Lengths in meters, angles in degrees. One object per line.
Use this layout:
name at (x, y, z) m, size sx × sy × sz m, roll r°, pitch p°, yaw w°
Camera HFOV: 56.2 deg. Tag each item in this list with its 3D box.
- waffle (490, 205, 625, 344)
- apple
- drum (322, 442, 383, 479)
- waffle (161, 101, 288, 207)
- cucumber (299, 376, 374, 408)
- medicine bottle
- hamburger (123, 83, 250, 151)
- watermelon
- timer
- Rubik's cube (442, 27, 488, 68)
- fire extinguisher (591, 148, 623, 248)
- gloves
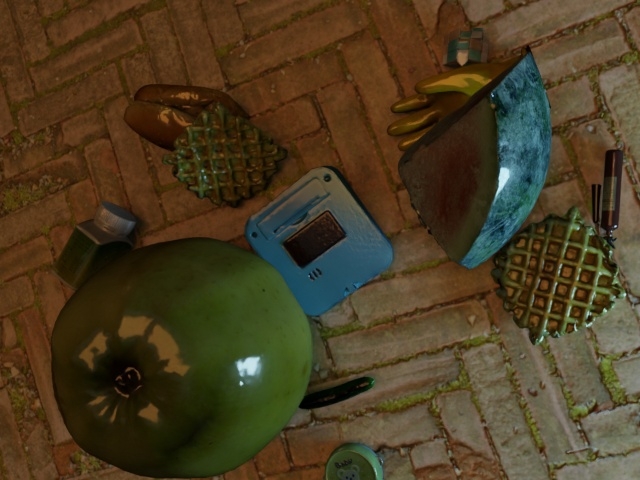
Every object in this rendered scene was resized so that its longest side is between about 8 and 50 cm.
waffle at (0.420, 0.064, 1.077) m, size 0.214 × 0.054 × 0.208 m, roll -31°, pitch 76°, yaw 18°
apple at (-0.250, 0.214, 1.106) m, size 0.473 × 0.473 × 0.474 m, roll -1°, pitch 88°, yaw 19°
drum at (0.107, 0.513, 1.171) m, size 0.130 × 0.049 × 0.253 m, roll -41°, pitch 77°, yaw 13°
waffle at (-0.195, -0.164, 1.232) m, size 0.204 × 0.223 × 0.054 m, roll -45°, pitch 36°, yaw 20°
cucumber at (0.029, 0.313, 1.214) m, size 0.184 × 0.033 × 0.036 m, roll -24°, pitch 99°, yaw 18°
medicine bottle at (-0.498, 0.014, 1.349) m, size 0.088 × 0.132 × 0.188 m, roll 34°, pitch 99°, yaw 18°
hamburger at (-0.309, -0.262, 1.284) m, size 0.283 × 0.156 × 0.144 m, roll 11°, pitch 92°, yaw 16°
watermelon at (0.247, -0.126, 1.037) m, size 0.258 × 0.228 × 0.387 m, roll 27°, pitch 130°, yaw 35°
timer at (0.000, 0.000, 1.227) m, size 0.232 × 0.091 × 0.250 m, roll -36°, pitch 89°, yaw 14°
Rubik's cube at (0.279, -0.360, 1.123) m, size 0.084 × 0.073 × 0.075 m, roll -12°, pitch 94°, yaw -24°
fire extinguisher at (0.507, -0.074, 1.064) m, size 0.049 × 0.035 × 0.173 m, roll 4°, pitch 86°, yaw 15°
gloves at (0.264, -0.245, 1.124) m, size 0.294 × 0.116 × 0.133 m, roll -19°, pitch 78°, yaw 23°
